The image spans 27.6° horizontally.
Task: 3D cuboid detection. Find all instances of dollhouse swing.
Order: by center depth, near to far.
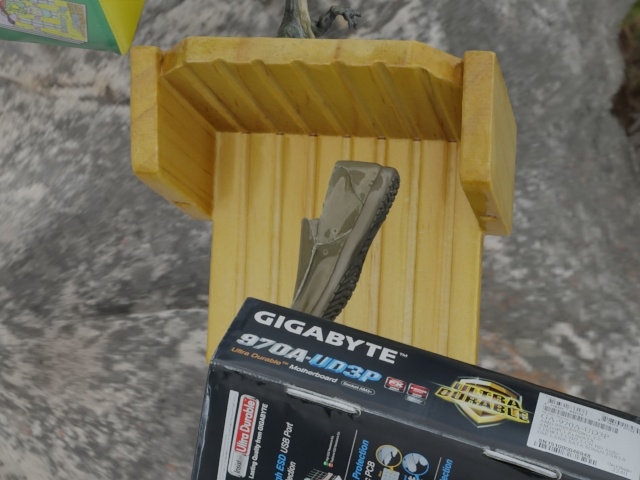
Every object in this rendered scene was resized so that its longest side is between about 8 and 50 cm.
[{"bbox_3d":[0.000,0.000,1.277,0.346,0.315,0.305,4,78,14],"label":"dollhouse swing"}]

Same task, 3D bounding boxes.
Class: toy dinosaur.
[{"bbox_3d":[-0.013,-0.280,1.792,0.118,0.064,0.268,15,114,13],"label":"toy dinosaur"}]

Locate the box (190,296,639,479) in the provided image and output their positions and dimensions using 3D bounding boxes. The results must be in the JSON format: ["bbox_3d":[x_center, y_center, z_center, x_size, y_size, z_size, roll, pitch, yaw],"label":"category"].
[{"bbox_3d":[0.027,0.149,0.561,0.175,0.051,0.220,16,122,9],"label":"box"}]

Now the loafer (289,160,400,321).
[{"bbox_3d":[0.007,0.006,0.941,0.050,0.056,0.148,30,97,15],"label":"loafer"}]

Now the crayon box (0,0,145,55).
[{"bbox_3d":[-0.140,-0.319,0.655,0.106,0.363,0.313,10,70,8],"label":"crayon box"}]
